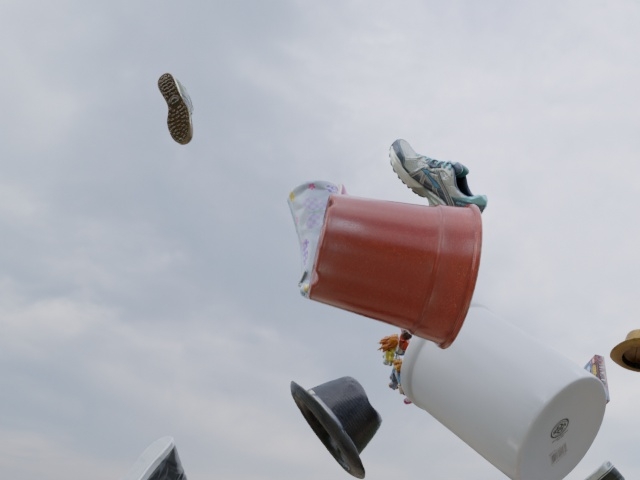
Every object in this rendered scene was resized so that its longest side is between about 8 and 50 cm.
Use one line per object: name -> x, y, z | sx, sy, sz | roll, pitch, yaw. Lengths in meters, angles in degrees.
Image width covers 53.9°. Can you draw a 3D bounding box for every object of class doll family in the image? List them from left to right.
doll family -> 0.239, 0.388, 1.977 | 0.118, 0.263, 0.163 | -3, -33, -6

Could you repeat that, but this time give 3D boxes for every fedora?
fedora -> 0.060, 0.459, 1.654 | 0.152, 0.334, 0.334 | -34, -26, -16
fedora -> 0.954, 0.317, 1.861 | 0.194, 0.079, 0.194 | 13, -36, 9

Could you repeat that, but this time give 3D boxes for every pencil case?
pencil case -> 0.000, 0.000, 1.420 | 0.124, 0.273, 0.113 | -12, -23, 9

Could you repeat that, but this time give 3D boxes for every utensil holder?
utensil holder -> 0.444, 0.368, 1.555 | 0.327, 0.328, 0.385 | 35, -2, -39

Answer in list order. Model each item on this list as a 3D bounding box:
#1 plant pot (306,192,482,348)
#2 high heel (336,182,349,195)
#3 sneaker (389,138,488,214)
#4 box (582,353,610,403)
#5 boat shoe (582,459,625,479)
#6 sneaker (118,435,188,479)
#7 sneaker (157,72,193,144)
plant pot -> 0.123, 0.039, 1.156 | 0.264, 0.273, 0.272 | 12, -29, -2
high heel -> 0.064, -0.094, 1.761 | 0.117, 0.082, 0.244 | 43, 0, -11
sneaker -> 0.278, -0.148, 1.454 | 0.110, 0.283, 0.122 | -13, -33, -51
box -> 0.720, 0.382, 1.659 | 0.027, 0.137, 0.094 | 15, -42, 1
boat shoe -> 0.729, 0.689, 1.707 | 0.077, 0.070, 0.219 | -9, -42, -48
sneaker -> -0.396, 0.590, 1.408 | 0.104, 0.296, 0.147 | -17, -74, 33
sneaker -> -0.337, -0.314, 1.546 | 0.064, 0.192, 0.086 | -24, -16, 14
